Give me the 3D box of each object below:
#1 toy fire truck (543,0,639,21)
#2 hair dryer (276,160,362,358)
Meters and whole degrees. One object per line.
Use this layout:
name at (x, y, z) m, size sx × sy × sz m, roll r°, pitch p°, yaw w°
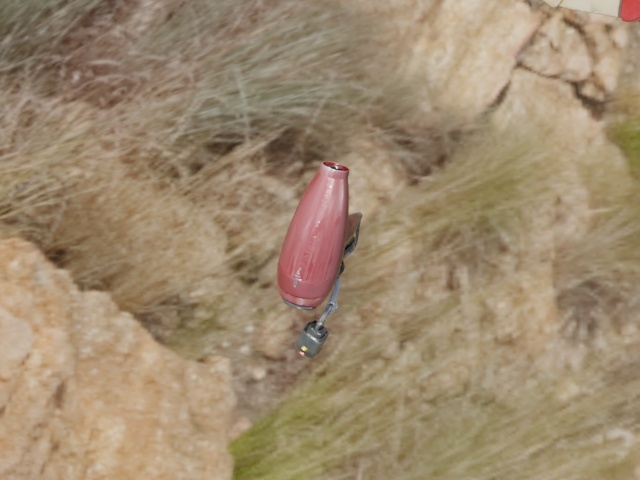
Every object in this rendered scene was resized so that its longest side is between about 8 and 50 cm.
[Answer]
toy fire truck at (0.212, -0.247, 0.986) m, size 0.047 × 0.192 × 0.135 m, roll -13°, pitch 102°, yaw -49°
hair dryer at (0.000, 0.000, 1.542) m, size 0.080 × 0.293 × 0.224 m, roll 15°, pitch 57°, yaw 5°
